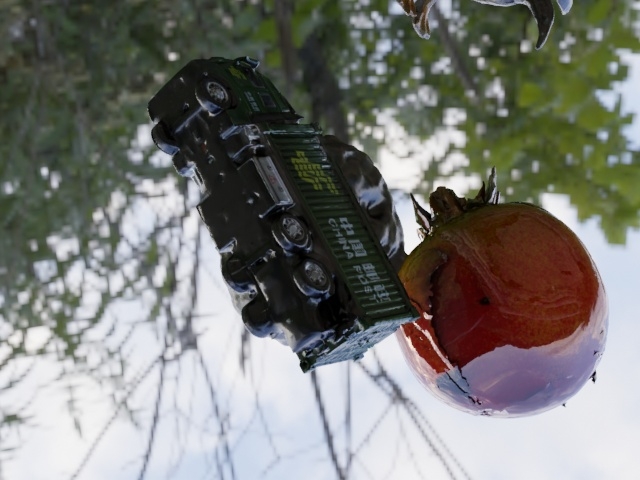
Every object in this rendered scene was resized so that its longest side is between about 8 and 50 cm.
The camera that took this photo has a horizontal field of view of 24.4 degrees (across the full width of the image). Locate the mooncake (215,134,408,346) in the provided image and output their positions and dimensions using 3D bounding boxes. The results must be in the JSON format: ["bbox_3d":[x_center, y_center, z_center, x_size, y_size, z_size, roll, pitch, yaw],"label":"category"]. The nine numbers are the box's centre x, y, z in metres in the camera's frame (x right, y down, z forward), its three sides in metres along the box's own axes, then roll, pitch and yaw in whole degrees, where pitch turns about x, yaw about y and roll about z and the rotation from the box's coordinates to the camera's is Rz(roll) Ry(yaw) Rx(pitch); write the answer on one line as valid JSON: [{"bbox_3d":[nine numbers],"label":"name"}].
[{"bbox_3d":[0.000,0.000,1.613,0.124,0.228,0.228,-13,-163,43],"label":"mooncake"}]

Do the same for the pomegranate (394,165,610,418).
[{"bbox_3d":[0.164,0.053,1.379,0.210,0.235,0.210,-20,169,-4],"label":"pomegranate"}]

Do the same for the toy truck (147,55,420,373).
[{"bbox_3d":[-0.036,-0.025,1.195,0.121,0.088,0.259,-7,-115,-54],"label":"toy truck"}]

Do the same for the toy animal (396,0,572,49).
[{"bbox_3d":[0.150,-0.231,1.320,0.160,0.272,0.197,-17,-122,25],"label":"toy animal"}]
